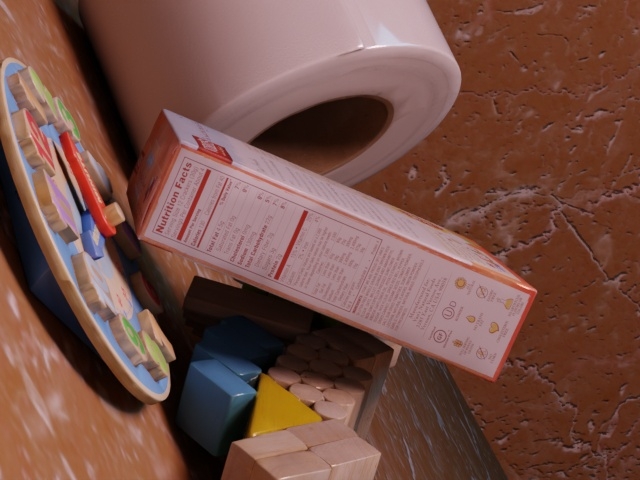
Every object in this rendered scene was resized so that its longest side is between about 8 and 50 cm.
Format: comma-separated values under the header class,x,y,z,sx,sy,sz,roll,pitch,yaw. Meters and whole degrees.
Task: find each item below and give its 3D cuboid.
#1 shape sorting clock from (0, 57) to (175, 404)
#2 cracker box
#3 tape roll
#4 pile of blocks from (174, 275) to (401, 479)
class,x,y,z,sx,sy,sz,roll,pitch,yaw
shape sorting clock,-0.127,-0.006,0.919,0.206,0.040,0.206,62,7,-14
cracker box,0.000,0.000,1.025,0.232,0.067,0.156,23,7,-12
tape roll,-0.039,-0.141,1.243,0.169,0.246,0.246,67,7,19
pile of blocks,-0.033,0.109,1.057,0.362,0.149,0.112,-65,172,-70
